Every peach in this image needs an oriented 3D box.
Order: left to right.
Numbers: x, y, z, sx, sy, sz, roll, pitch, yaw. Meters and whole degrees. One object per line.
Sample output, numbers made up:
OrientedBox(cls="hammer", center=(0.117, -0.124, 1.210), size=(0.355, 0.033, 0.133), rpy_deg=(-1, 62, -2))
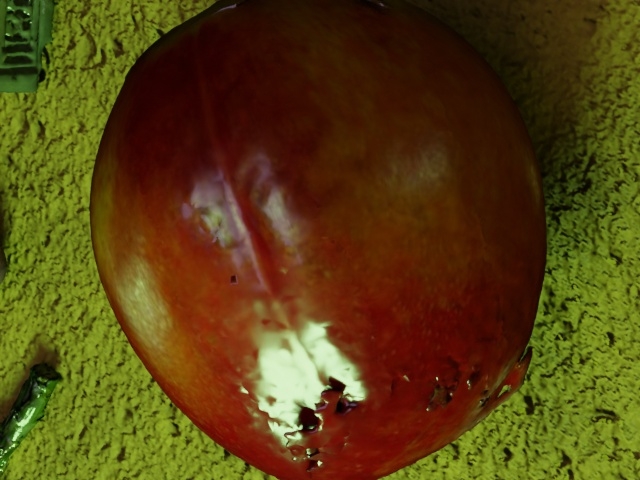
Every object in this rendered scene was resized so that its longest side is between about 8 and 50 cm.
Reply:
OrientedBox(cls="peach", center=(0.000, 0.000, 1.363), size=(0.370, 0.370, 0.370), rpy_deg=(3, 97, 26))

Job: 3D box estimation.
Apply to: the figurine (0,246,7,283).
OrientedBox(cls="figurine", center=(-0.449, 0.017, 1.652), size=(0.261, 0.269, 0.211), rpy_deg=(-39, 72, 15))

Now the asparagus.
OrientedBox(cls="asparagus", center=(-0.290, 0.181, 1.699), size=(0.036, 0.030, 0.165), rpy_deg=(39, 111, 8))

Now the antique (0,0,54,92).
OrientedBox(cls="antique", center=(-0.389, -0.210, 1.659), size=(0.284, 0.150, 0.125), rpy_deg=(14, 102, 33))
